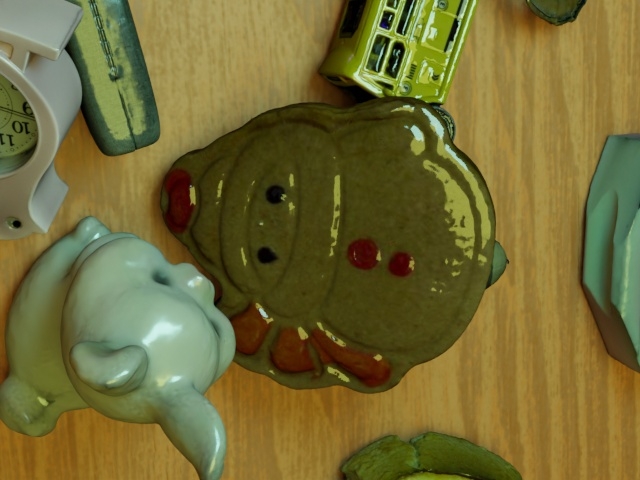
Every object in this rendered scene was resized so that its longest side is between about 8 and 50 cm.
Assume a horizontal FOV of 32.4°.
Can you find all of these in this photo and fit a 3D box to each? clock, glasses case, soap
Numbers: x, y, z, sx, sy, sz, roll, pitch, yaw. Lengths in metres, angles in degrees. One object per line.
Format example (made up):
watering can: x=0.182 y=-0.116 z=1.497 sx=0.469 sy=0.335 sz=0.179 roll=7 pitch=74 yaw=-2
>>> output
clock: x=-0.388 y=-0.133 z=1.096 sx=0.290 sy=0.080 sz=0.275 roll=11 pitch=134 yaw=0
glasses case: x=-0.243 y=-0.248 z=1.141 sx=0.074 sy=0.131 sz=0.323 roll=-18 pitch=109 yaw=-13
soap: x=0.459 y=0.018 z=1.495 sx=0.193 sy=0.109 sz=0.323 roll=-7 pitch=106 yaw=-20

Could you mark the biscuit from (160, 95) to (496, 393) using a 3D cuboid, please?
biscuit: x=0.000 y=0.000 z=1.234 sx=0.381 sy=0.074 sz=0.358 roll=14 pitch=106 yaw=7

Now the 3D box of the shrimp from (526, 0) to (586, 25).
shrimp: x=0.256 y=-0.363 z=1.316 sx=0.253 sy=0.058 sz=0.173 roll=43 pitch=59 yaw=-39

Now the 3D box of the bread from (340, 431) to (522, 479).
bread: x=0.147 y=0.356 z=1.454 sx=0.257 sy=0.124 sz=0.185 roll=1 pitch=109 yaw=-22

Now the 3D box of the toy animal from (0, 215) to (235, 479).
toy animal: x=-0.209 y=0.123 z=1.130 sx=0.196 sy=0.368 sz=0.241 roll=42 pitch=74 yaw=-27

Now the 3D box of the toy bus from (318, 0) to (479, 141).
toy bus: x=0.099 y=-0.249 z=1.271 sx=0.151 sy=0.145 sz=0.331 roll=17 pitch=94 yaw=-21

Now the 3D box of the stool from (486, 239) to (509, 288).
stool: x=0.124 y=0.035 z=1.352 sx=0.228 sy=0.139 sz=0.153 roll=-28 pitch=113 yaw=-10
